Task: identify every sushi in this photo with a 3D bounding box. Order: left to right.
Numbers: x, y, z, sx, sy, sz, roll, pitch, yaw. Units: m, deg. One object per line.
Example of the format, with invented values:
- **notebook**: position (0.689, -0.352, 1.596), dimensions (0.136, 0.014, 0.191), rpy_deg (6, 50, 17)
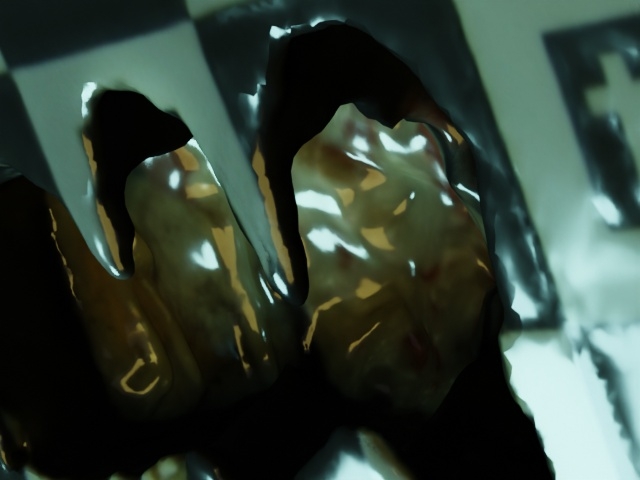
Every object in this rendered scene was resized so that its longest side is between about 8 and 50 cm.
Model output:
- **sushi**: position (0.000, 0.000, 0.544), dimensions (0.373, 0.100, 0.296), rpy_deg (-11, 105, 51)
